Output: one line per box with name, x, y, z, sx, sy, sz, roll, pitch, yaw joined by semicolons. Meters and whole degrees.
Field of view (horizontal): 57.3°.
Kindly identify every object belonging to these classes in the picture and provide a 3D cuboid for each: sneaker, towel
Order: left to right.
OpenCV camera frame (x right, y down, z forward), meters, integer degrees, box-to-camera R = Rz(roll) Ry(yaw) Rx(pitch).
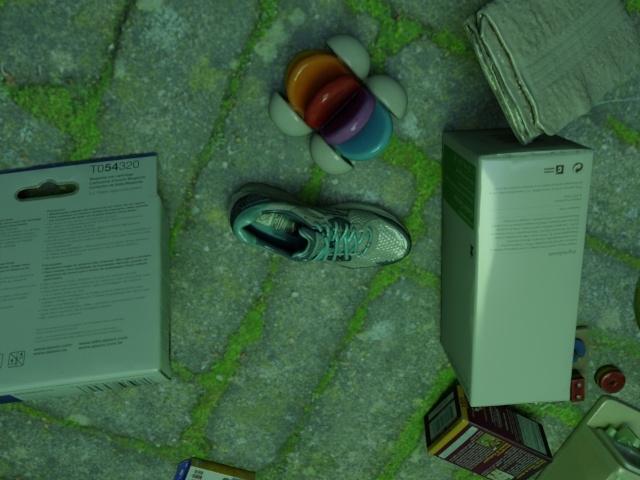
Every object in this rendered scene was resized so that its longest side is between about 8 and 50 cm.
sneaker;0.000;0.000;0.860;0.283;0.122;0.110;10;109;-8
towel;0.314;-0.264;0.758;0.282;0.049;0.187;-40;107;-24

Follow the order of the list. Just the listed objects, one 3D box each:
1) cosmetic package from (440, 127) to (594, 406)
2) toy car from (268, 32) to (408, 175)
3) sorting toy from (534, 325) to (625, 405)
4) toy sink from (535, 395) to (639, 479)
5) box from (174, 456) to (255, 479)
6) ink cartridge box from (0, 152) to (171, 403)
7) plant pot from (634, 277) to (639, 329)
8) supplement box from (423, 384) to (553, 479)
cosmetic package;0.271;0.032;0.855;0.155;0.197;0.365;-3;109;-2
toy car;0.028;-0.177;0.791;0.182;0.136;0.159;43;101;-17
sorting toy;0.394;0.226;1.012;0.275;0.046;0.132;-8;110;-1
toy sink;0.528;0.426;1.048;0.153;0.131;0.234;27;105;-14
box;-0.194;0.441;1.056;0.136;0.028;0.081;18;108;-12
ink cartridge box;-0.373;0.049;0.807;0.324;0.330;0.071;-7;152;-1
plant pot;0.681;0.131;0.867;0.275;0.293;0.274;-1;109;-4
supplement box;0.288;0.342;1.016;0.188;0.081;0.104;27;122;-13
